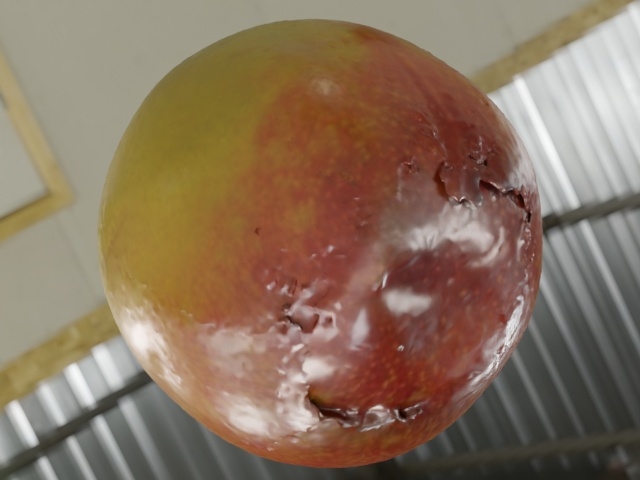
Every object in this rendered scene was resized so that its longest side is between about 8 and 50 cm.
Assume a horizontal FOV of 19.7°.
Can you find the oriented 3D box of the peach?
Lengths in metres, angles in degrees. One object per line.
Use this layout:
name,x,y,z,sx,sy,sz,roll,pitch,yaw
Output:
peach,0.000,0.000,0.946,0.231,0.231,0.231,-25,-172,4
